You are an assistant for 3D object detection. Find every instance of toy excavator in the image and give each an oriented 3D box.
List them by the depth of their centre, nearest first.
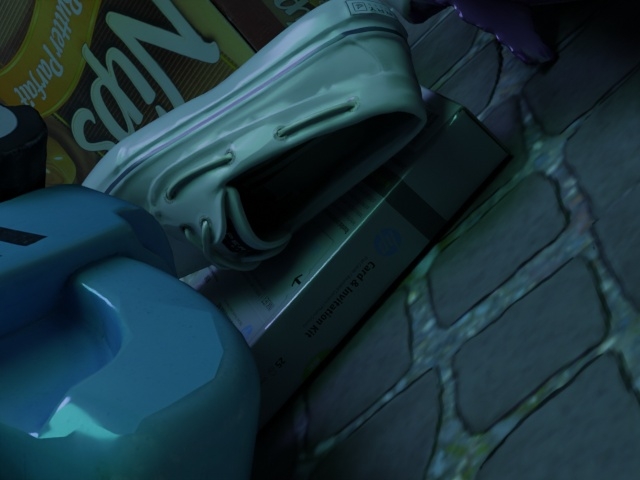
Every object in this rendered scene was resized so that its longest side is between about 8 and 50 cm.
[{"bbox_3d":[-0.106,0.127,0.499,0.433,0.445,0.222,-28,-50,-57],"label":"toy excavator"}]

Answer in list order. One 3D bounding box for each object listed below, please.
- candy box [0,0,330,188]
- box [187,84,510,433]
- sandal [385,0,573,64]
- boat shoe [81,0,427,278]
[{"bbox_3d":[-0.126,-0.097,0.961,0.316,0.183,0.087,-31,14,48],"label":"candy box"},{"bbox_3d":[0.000,0.000,0.775,0.186,0.038,0.145,-48,19,0],"label":"box"},{"bbox_3d":[0.091,-0.134,0.724,0.416,0.169,0.102,-132,43,-70],"label":"sandal"},{"bbox_3d":[-0.045,-0.025,0.735,0.226,0.083,0.075,-41,50,28],"label":"boat shoe"}]
